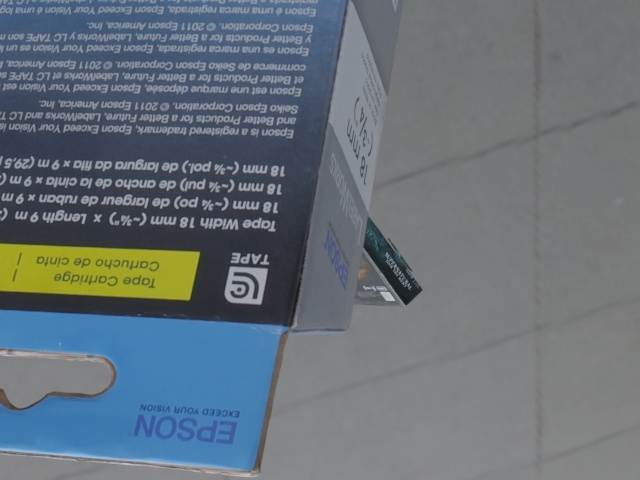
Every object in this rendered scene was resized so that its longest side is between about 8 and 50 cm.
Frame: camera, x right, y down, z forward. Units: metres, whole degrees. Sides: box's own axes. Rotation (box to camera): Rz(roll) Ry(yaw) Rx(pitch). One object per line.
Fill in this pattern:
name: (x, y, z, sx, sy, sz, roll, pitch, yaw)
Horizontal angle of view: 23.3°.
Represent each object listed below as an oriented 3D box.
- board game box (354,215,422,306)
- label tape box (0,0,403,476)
board game box: (0.000, 0.000, 1.318, 0.026, 0.126, 0.186, -42, -163, -20)
label tape box: (-0.102, -0.031, 0.794, 0.240, 0.334, 0.106, 3, 153, 15)
